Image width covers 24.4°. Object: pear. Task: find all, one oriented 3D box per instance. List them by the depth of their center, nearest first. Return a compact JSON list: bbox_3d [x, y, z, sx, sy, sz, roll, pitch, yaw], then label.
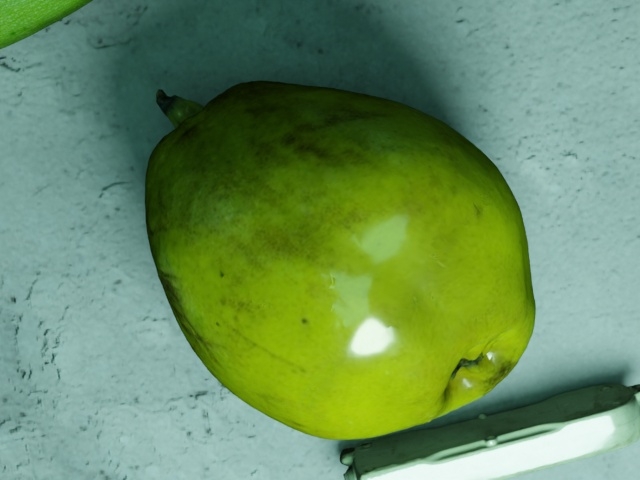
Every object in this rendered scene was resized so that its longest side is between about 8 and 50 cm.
[{"bbox_3d":[0.000,0.000,1.221,0.375,0.287,0.287,42,98,9],"label":"pear"}]

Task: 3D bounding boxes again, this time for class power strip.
[{"bbox_3d":[0.160,0.185,1.338,0.286,0.080,0.048,-16,105,2],"label":"power strip"}]

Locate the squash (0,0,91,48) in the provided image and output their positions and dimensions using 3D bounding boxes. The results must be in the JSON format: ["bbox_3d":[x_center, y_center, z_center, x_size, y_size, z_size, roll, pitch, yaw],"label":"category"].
[{"bbox_3d":[-0.225,-0.249,1.257,0.395,0.107,0.107,-30,98,4],"label":"squash"}]
